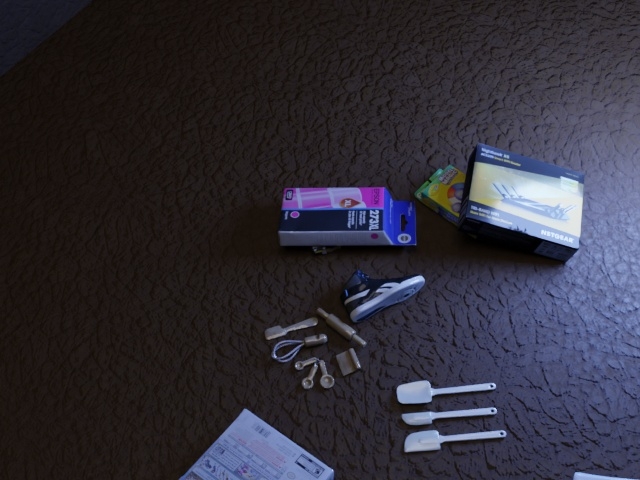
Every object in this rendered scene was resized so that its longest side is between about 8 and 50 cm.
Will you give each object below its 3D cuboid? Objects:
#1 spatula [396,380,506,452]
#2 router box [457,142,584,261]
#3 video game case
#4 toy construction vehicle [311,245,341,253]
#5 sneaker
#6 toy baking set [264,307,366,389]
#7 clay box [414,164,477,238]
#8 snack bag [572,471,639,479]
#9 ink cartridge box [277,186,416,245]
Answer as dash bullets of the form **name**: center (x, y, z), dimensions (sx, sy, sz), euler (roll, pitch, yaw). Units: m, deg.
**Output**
- **spatula**: center (0.310, 0.411, 1.927), dimensions (0.241, 0.019, 0.168), euler (-7, 57, 3)
- **router box**: center (0.532, -0.102, 2.134), dimensions (0.308, 0.081, 0.243), euler (15, 61, -3)
- **video game case**: center (-0.148, 0.553, 1.844), dimensions (0.269, 0.061, 0.244), euler (30, 52, 23)
- **toy construction vehicle**: center (0.000, 0.000, 2.213), dimensions (0.098, 0.035, 0.086), euler (-13, 47, -7)
- **sneaker**: center (0.151, 0.111, 2.094), dimensions (0.216, 0.079, 0.121), euler (-26, 61, -8)
- **toy baking set**: center (-0.015, 0.265, 2.050), dimensions (0.196, 0.030, 0.256), euler (-42, 63, -17)
- **clay box**: center (0.379, -0.117, 2.222), dimensions (0.222, 0.053, 0.127), euler (37, 68, 23)
- **snack bag**: center (0.674, 0.661, 1.683), dimensions (0.323, 0.037, 0.343), euler (-1, 60, 21)
- **ink cartridge box**: center (0.075, -0.065, 2.202), dimensions (0.370, 0.069, 0.176), euler (1, 46, 4)
